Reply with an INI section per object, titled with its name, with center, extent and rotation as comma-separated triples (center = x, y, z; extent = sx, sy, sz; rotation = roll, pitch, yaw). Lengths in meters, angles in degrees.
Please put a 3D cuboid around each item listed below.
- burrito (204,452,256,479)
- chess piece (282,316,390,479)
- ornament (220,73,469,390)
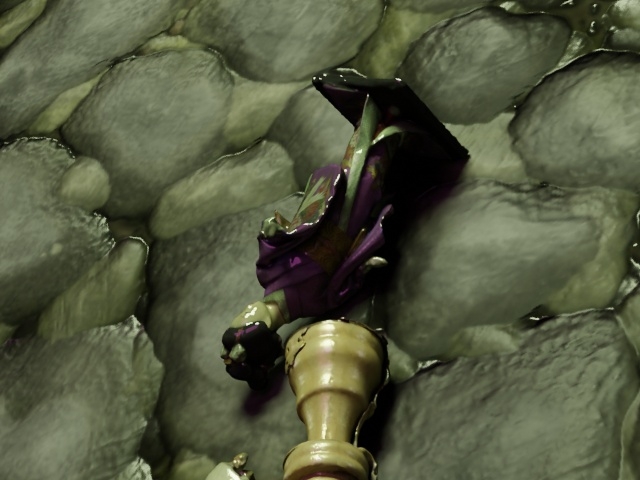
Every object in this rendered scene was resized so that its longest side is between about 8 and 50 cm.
[burrito]
center = -0.055, 0.195, 0.907
extent = 0.041, 0.045, 0.185
rotation = -16, 41, 21
[chess piece]
center = 0.005, 0.123, 0.929
extent = 0.060, 0.060, 0.172
rotation = -21, 42, 24
[ornament]
center = -0.003, -0.007, 1.053
extent = 0.088, 0.081, 0.203
rotation = 10, 58, 47
